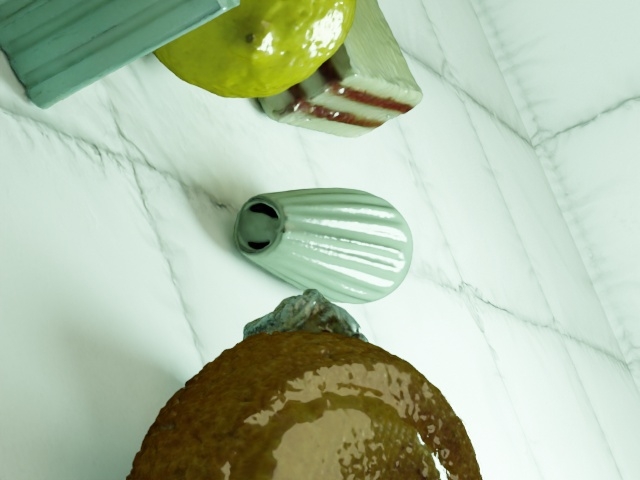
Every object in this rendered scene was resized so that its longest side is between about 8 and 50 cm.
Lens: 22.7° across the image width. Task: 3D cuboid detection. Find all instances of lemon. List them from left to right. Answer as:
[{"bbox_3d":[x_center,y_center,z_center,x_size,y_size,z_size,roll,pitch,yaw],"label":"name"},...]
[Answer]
[{"bbox_3d":[-0.082,-0.275,1.653,0.267,0.267,0.267,53,21,-30],"label":"lemon"}]

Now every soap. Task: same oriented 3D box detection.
[{"bbox_3d":[-0.180,-0.204,1.357,0.114,0.198,0.063,63,19,-9],"label":"soap"}]

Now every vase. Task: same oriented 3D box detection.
[{"bbox_3d":[0.000,0.000,1.710,0.248,0.128,0.128,12,53,-57],"label":"vase"}]

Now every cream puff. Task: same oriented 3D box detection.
[{"bbox_3d":[-0.019,0.212,1.173,0.303,0.212,0.303,12,70,-37],"label":"cream puff"}]

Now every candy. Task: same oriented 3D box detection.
[{"bbox_3d":[0.006,-0.238,2.029,0.179,0.135,0.321,66,16,9],"label":"candy"}]

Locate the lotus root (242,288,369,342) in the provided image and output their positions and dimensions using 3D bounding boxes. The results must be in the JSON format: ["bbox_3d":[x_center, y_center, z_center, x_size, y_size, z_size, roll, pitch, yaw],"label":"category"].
[{"bbox_3d":[0.015,0.220,1.386,0.349,0.175,0.175,68,18,2],"label":"lotus root"}]
